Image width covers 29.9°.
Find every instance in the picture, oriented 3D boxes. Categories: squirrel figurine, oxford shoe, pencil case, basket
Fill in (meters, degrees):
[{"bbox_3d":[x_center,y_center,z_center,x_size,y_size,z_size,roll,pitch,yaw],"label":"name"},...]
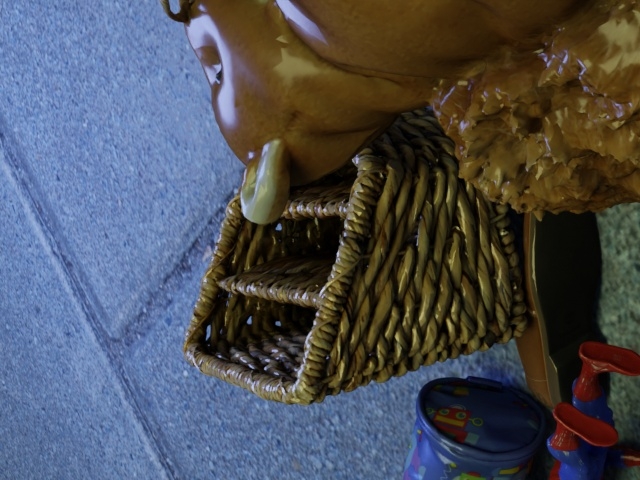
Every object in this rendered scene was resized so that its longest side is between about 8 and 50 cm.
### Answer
[{"bbox_3d":[0.079,-0.136,0.733,0.397,0.281,0.370,37,136,2],"label":"squirrel figurine"},{"bbox_3d":[0.187,0.045,1.007,0.076,0.076,0.212,19,119,56],"label":"oxford shoe"},{"bbox_3d":[0.117,0.263,1.141,0.119,0.133,0.306,13,125,-1],"label":"pencil case"},{"bbox_3d":[0.000,0.000,1.043,0.299,0.223,0.213,7,111,67],"label":"basket"}]

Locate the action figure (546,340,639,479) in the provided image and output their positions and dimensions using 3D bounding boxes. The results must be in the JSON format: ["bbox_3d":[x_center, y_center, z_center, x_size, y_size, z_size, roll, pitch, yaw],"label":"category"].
[{"bbox_3d":[0.243,0.191,0.950,0.139,0.091,0.280,24,156,16],"label":"action figure"}]
